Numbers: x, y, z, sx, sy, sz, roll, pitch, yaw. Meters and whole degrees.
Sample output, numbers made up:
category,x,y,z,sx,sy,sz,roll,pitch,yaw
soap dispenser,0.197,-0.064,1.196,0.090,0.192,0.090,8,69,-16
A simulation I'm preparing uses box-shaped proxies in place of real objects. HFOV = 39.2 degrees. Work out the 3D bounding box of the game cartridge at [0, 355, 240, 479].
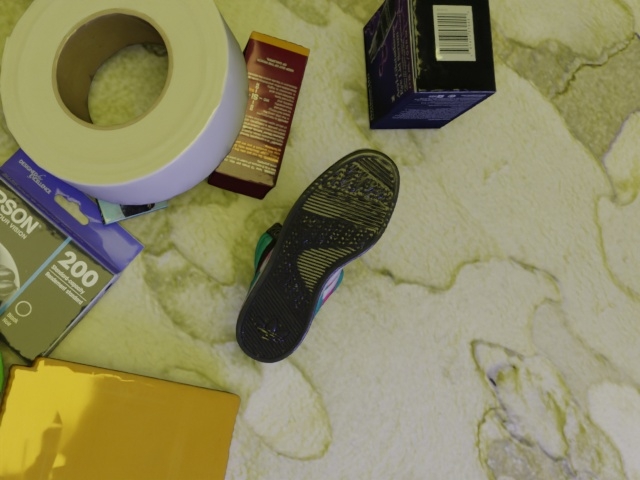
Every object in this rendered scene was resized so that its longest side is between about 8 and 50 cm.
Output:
category,x,y,z,sx,sy,sz,roll,pitch,yaw
game cartridge,-0.263,0.319,1.079,0.285,0.052,0.324,16,78,-21

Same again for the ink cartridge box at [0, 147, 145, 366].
category,x,y,z,sx,sy,sz,roll,pitch,yaw
ink cartridge box,-0.360,0.014,1.110,0.206,0.045,0.208,41,75,-6

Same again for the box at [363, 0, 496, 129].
category,x,y,z,sx,sy,sz,roll,pitch,yaw
box,0.136,-0.238,1.169,0.108,0.207,0.153,-2,84,-13

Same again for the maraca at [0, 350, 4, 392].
category,x,y,z,sx,sy,sz,roll,pitch,yaw
maraca,-0.430,0.132,1.043,0.127,0.099,0.186,7,101,-3

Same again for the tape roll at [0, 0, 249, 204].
category,x,y,z,sx,sy,sz,roll,pitch,yaw
tape roll,-0.234,-0.190,1.081,0.286,0.100,0.286,-2,79,10

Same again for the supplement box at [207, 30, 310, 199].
category,x,y,z,sx,sy,sz,roll,pitch,yaw
supplement box,-0.082,-0.158,1.162,0.080,0.104,0.188,15,81,-11

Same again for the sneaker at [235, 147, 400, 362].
category,x,y,z,sx,sy,sz,roll,pitch,yaw
sneaker,0.000,0.000,1.125,0.123,0.178,0.295,32,107,-8

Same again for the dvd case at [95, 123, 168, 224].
category,x,y,z,sx,sy,sz,roll,pitch,yaw
dvd case,-0.255,-0.088,1.154,0.087,0.013,0.119,-18,86,-23
